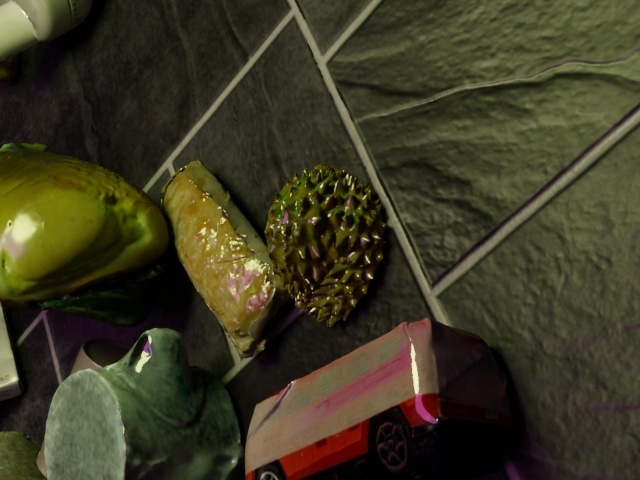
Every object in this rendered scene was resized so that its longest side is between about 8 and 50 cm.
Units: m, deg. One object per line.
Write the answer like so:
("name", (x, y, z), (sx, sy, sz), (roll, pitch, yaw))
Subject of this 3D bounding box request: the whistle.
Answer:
("whistle", (-0.203, 0.316, 1.272), (0.188, 0.168, 0.405), (-22, 72, 44))

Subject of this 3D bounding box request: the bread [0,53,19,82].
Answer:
("bread", (-0.580, -0.398, 1.780), (0.099, 0.210, 0.235), (-5, 73, 10))

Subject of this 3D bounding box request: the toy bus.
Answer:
("toy bus", (0.046, 0.191, 1.057), (0.302, 0.127, 0.147), (-31, 56, 41))

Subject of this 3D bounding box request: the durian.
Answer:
("durian", (-0.003, 0.000, 1.154), (0.119, 0.108, 0.187), (2, 84, 48))

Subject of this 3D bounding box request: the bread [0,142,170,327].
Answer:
("bread", (-0.357, -0.011, 1.420), (0.376, 0.251, 0.208), (21, 98, 58))

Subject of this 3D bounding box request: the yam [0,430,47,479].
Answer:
("yam", (-0.425, 0.381, 1.517), (0.254, 0.154, 0.154), (47, 117, 45))

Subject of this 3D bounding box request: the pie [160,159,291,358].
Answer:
("pie", (-0.123, 0.017, 1.312), (0.129, 0.068, 0.282), (-58, 48, 24))

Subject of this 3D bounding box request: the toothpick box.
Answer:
("toothpick box", (-0.298, 0.235, 1.428), (0.111, 0.111, 0.181), (37, 109, 44))

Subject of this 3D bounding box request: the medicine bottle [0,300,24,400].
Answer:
("medicine bottle", (-0.585, 0.189, 1.685), (0.052, 0.201, 0.171), (98, 152, -55))

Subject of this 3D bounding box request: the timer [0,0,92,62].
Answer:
("timer", (-0.464, -0.407, 1.632), (0.233, 0.240, 0.233), (43, 155, 26))
